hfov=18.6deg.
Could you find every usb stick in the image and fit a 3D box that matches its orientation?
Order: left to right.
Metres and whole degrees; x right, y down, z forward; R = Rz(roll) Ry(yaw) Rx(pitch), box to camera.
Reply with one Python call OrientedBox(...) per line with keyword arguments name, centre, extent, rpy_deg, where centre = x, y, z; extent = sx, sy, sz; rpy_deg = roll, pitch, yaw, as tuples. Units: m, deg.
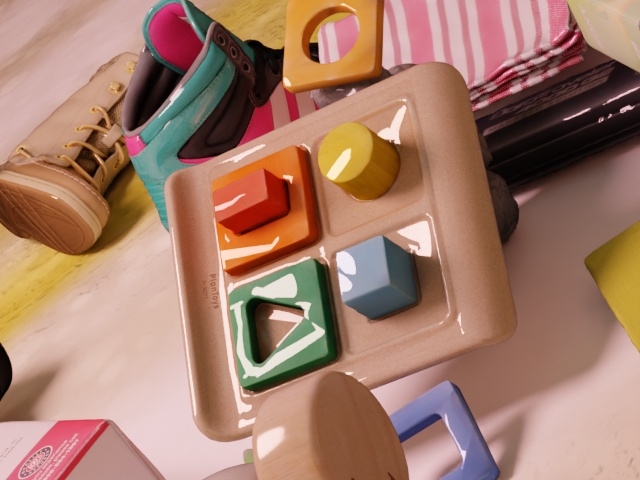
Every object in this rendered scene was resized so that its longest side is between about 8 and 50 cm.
OrientedBox(name="usb stick", centre=(0.153, -0.074, 1.267), extent=(0.278, 0.045, 0.077), rpy_deg=(-24, 19, 34))

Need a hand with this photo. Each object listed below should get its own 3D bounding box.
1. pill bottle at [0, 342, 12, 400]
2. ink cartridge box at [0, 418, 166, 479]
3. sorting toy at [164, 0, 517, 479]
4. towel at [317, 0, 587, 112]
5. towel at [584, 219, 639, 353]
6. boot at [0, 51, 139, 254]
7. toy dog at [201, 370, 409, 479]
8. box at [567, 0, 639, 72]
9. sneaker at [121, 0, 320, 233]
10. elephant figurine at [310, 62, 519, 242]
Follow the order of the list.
OrientedBox(name="pill bottle", centre=(-0.323, 0.155, 1.470), extent=(0.123, 0.123, 0.219), rpy_deg=(-22, 25, 37))
OrientedBox(name="ink cartridge box", centre=(-0.217, 0.206, 1.226), extent=(0.237, 0.100, 0.172), rpy_deg=(-9, 36, 51))
OrientedBox(name="sorting toy", centre=(0.000, 0.000, 1.101), extent=(0.196, 0.047, 0.347), rpy_deg=(-21, 60, 21))
OrientedBox(name="towel", centre=(0.085, -0.141, 1.351), extent=(0.197, 0.029, 0.144), rpy_deg=(-24, 42, 17))
OrientedBox(name="towel", centre=(0.208, 0.031, 1.003), extent=(0.102, 0.021, 0.237), rpy_deg=(-33, 21, 6))
OrientedBox(name="boot", centre=(-0.207, -0.086, 1.820), extent=(0.203, 0.095, 0.262), rpy_deg=(-44, 17, -15))
OrientedBox(name="toy dog", centre=(-0.022, 0.228, 0.859), extent=(0.220, 0.161, 0.333), rpy_deg=(-12, 48, 44))
OrientedBox(name="box", centre=(0.304, -0.140, 1.016), extent=(0.232, 0.058, 0.322), rpy_deg=(-38, 34, -9))
OrientedBox(name="sneaker", centre=(-0.051, -0.136, 1.539), extent=(0.295, 0.178, 0.124), rpy_deg=(-49, 23, -26))
OrientedBox(name="elephant figurine", centre=(-0.005, 0.009, 1.236), extent=(0.239, 0.169, 0.186), rpy_deg=(-35, -14, 22))
